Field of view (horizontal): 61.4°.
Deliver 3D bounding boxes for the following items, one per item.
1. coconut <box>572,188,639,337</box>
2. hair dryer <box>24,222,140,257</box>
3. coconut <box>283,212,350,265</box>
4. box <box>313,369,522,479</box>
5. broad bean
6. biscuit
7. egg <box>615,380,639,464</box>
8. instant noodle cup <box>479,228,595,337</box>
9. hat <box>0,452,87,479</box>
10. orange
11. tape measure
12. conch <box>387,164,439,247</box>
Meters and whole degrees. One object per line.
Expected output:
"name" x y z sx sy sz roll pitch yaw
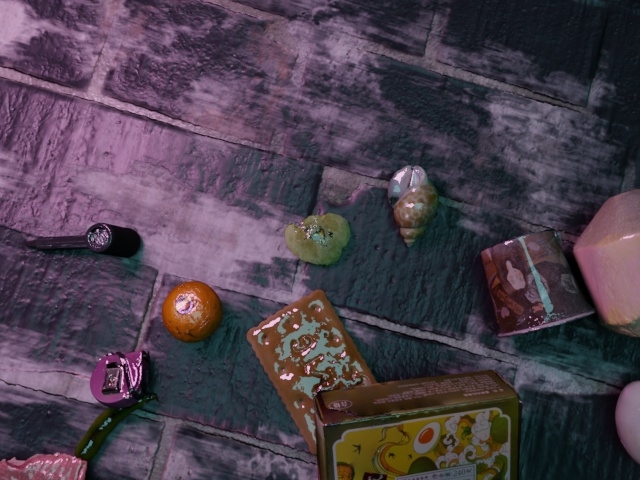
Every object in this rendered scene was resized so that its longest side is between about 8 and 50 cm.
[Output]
"coconut" 0.734 0.036 1.211 0.297 0.297 0.310 -19 90 -7
"hair dryer" -0.548 0.005 1.196 0.255 0.128 0.070 -3 84 5
"coconut" 0.001 -0.003 1.270 0.158 0.055 0.133 -25 85 -6
"box" 0.203 0.487 1.133 0.420 0.138 0.373 -5 104 -8
"broad bean" -0.463 0.410 1.189 0.227 0.039 0.069 -39 94 -9
"biscuit" -0.005 0.293 1.217 0.217 0.044 0.325 -29 78 -8
"egg" 0.763 0.427 1.238 0.151 0.151 0.209 -18 81 -7
"instant noodle cup" 0.480 0.097 1.230 0.217 0.217 0.207 -15 78 -7
"hat" -0.601 0.596 1.117 0.236 0.107 0.286 -9 68 8
"orange" -0.283 0.161 1.196 0.135 0.117 0.136 -2 62 4
"tape measure" -0.437 0.300 1.176 0.118 0.074 0.125 -10 58 0
"conch" 0.224 -0.091 1.279 0.116 0.106 0.173 -20 66 15
